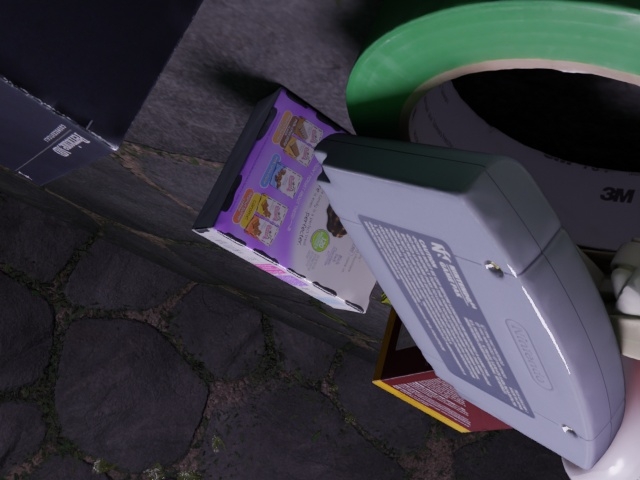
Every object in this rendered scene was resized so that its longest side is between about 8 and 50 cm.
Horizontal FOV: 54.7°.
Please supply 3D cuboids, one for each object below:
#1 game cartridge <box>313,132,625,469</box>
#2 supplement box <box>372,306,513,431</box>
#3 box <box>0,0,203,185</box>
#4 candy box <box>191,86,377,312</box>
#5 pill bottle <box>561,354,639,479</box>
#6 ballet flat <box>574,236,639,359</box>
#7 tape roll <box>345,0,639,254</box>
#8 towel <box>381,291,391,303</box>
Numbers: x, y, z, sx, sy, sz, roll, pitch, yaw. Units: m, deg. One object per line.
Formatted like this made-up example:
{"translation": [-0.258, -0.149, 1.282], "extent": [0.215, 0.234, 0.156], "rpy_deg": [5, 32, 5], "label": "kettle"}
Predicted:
{"translation": [0.123, 0.049, 0.477], "extent": [0.198, 0.062, 0.297], "rpy_deg": [17, 147, 51], "label": "game cartridge"}
{"translation": [0.219, 0.172, 0.881], "extent": [0.191, 0.129, 0.194], "rpy_deg": [33, 147, -22], "label": "supplement box"}
{"translation": [-0.307, -0.208, 0.510], "extent": [0.313, 0.178, 0.343], "rpy_deg": [34, 163, -29], "label": "box"}
{"translation": [-0.010, -0.037, 0.669], "extent": [0.196, 0.164, 0.070], "rpy_deg": [31, 164, -24], "label": "candy box"}
{"translation": [0.560, 0.297, 0.816], "extent": [0.408, 0.229, 0.229], "rpy_deg": [23, 165, 7], "label": "pill bottle"}
{"translation": [0.209, 0.033, 0.458], "extent": [0.086, 0.086, 0.248], "rpy_deg": [35, 163, -34], "label": "ballet flat"}
{"translation": [0.178, -0.074, 0.419], "extent": [0.321, 0.077, 0.321], "rpy_deg": [22, 165, 6], "label": "tape roll"}
{"translation": [0.177, 0.061, 0.872], "extent": [0.102, 0.021, 0.237], "rpy_deg": [27, 148, -8], "label": "towel"}
